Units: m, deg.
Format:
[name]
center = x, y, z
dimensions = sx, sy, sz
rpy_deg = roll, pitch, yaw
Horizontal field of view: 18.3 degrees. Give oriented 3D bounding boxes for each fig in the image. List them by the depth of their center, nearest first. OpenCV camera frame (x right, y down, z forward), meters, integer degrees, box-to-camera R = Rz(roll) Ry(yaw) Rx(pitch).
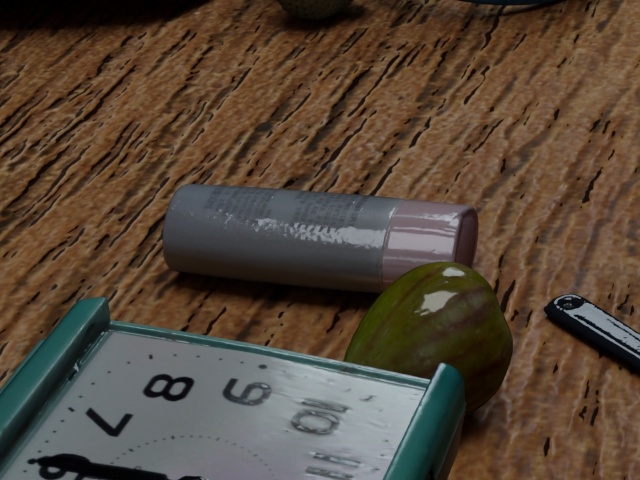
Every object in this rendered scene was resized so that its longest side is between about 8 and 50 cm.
[fig]
center = 0.042, 0.088, 1.126
dimensions = 0.093, 0.093, 0.166
rpy_deg = 25, 68, 43

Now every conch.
[conch]
center = -0.006, -0.214, 1.690
dimensions = 0.085, 0.056, 0.076
rpy_deg = 26, 10, -5

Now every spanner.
[spanner]
center = 0.198, 0.076, 1.165
dimensions = 0.046, 0.012, 0.208
rpy_deg = -20, 32, -25

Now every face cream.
[face cream]
center = 0.000, 0.000, 1.292
dimensions = 0.198, 0.057, 0.084
rpy_deg = 6, 31, 16

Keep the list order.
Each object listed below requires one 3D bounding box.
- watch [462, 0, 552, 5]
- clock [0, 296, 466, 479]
[watch]
center = 0.107, -0.318, 1.712
dimensions = 0.274, 0.241, 0.305
rpy_deg = 34, 45, 30
[clock]
center = -0.069, 0.151, 0.977
dimensions = 0.231, 0.116, 0.262
rpy_deg = 9, 32, 14
